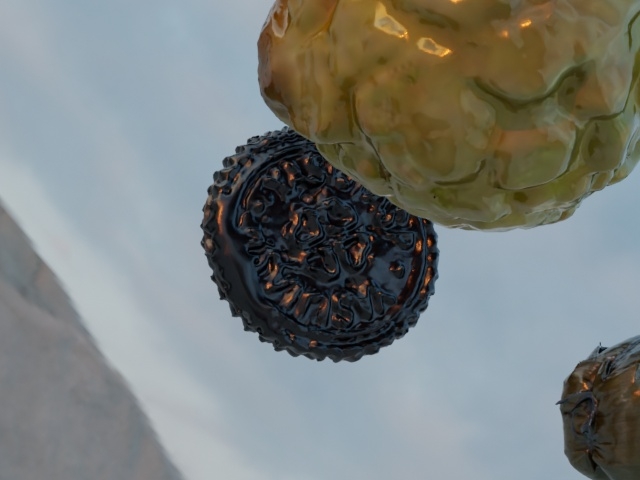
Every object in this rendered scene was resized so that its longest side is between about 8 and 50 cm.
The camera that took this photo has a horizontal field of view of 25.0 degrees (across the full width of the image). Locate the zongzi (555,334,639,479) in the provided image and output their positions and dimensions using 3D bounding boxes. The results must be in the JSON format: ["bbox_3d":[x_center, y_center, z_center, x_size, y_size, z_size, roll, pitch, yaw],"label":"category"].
[{"bbox_3d":[0.325,0.115,0.972,0.274,0.250,0.125,-7,-96,49],"label":"zongzi"}]

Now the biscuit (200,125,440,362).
[{"bbox_3d":[0.000,0.000,1.088,0.194,0.194,0.053,48,-27,-1],"label":"biscuit"}]

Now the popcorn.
[{"bbox_3d":[0.062,-0.087,0.563,0.180,0.180,0.170,51,-24,-12],"label":"popcorn"}]
